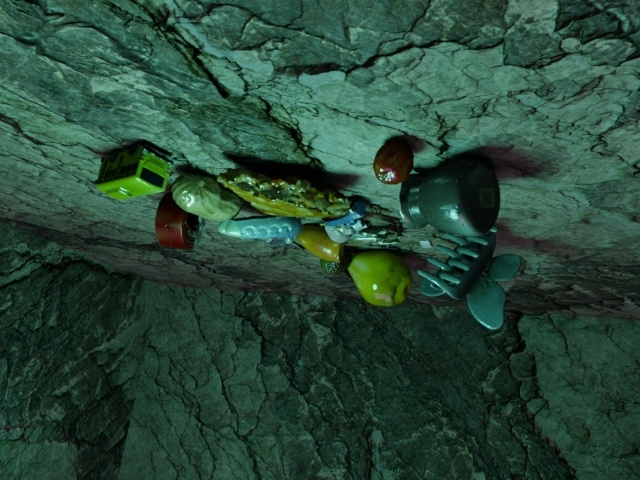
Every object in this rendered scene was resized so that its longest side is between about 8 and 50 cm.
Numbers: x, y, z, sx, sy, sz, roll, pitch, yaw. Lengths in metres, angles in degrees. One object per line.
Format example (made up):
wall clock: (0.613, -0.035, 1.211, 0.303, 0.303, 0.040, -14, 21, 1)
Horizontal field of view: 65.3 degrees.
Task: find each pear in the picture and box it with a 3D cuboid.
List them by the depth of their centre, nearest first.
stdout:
pear: (0.278, 0.182, 2.426, 0.336, 0.285, 0.285, 3, 165, 45)

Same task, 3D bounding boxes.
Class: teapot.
teapot: (0.382, -0.146, 1.513, 0.285, 0.305, 0.223, 0, 127, 47)

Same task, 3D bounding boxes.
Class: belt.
belt: (-0.549, -0.079, 1.994, 0.115, 0.227, 0.324, 7, -177, 2)

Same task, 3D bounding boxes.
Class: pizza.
pizza: (-0.145, -0.172, 1.680, 0.406, 0.130, 0.440, 21, 169, -38)

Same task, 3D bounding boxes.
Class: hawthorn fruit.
hawthorn fruit: (0.203, -0.217, 1.397, 0.128, 0.128, 0.128, 7, 163, 2)

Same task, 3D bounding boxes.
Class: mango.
mango: (0.000, 0.000, 2.153, 0.252, 0.126, 0.154, 26, -147, 34)

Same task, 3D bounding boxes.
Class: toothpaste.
toothpaste: (-0.178, 0.017, 2.467, 0.075, 0.048, 0.301, -12, 158, 38)

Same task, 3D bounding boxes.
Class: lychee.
lychee: (0.067, 0.092, 2.368, 0.171, 0.171, 0.171, 7, 163, 2)

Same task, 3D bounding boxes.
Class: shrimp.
shrimp: (0.214, -0.005, 2.176, 0.360, 0.085, 0.247, -2, 168, 45)

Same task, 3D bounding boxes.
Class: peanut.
peanut: (-0.413, -0.154, 1.839, 0.153, 0.140, 0.325, -44, 150, 17)

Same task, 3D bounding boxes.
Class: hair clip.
hair clip: (0.561, 0.097, 1.917, 0.392, 0.318, 0.238, 30, 169, 47)

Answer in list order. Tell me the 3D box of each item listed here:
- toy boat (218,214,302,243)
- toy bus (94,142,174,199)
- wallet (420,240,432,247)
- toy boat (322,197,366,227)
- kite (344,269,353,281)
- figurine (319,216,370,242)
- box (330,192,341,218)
toy boat: (-0.233, -0.037, 1.999, 0.330, 0.123, 0.215, -7, -175, -26)
toy bus: (-0.630, -0.222, 1.673, 0.262, 0.150, 0.128, -5, 158, 37)
wallet: (0.475, 0.019, 2.243, 0.044, 0.011, 0.083, 1, 163, 22)
toy boat: (0.088, -0.096, 1.873, 0.097, 0.100, 0.223, 37, 150, -29)
kite: (0.121, 0.141, 2.535, 0.321, 0.016, 0.234, 42, -172, -42)
figurine: (0.098, -0.049, 2.004, 0.229, 0.112, 0.137, -11, 176, 44)
box: (0.049, -0.126, 1.819, 0.023, 0.082, 0.051, 17, 161, -22)
